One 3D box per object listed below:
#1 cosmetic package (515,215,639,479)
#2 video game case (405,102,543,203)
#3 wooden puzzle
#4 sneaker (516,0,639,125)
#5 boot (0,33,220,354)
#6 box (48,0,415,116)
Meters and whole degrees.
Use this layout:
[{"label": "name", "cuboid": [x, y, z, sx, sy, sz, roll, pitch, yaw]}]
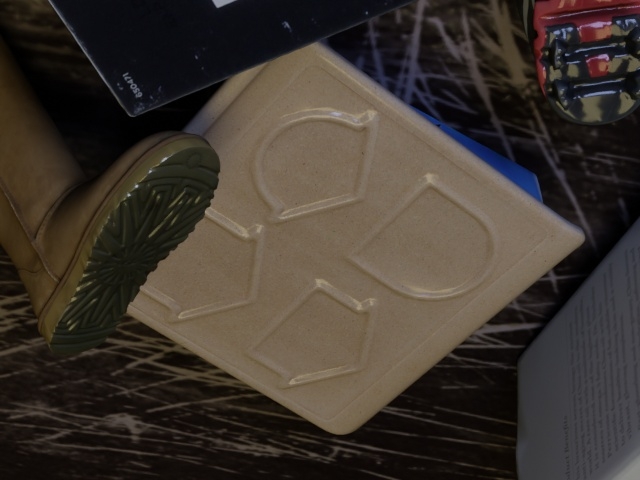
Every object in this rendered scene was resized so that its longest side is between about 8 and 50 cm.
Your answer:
[{"label": "cosmetic package", "cuboid": [0.333, 0.105, 1.086, 0.162, 0.230, 0.453, 15, 142, -11]}, {"label": "video game case", "cuboid": [0.023, -0.020, 1.166, 0.270, 0.061, 0.244, 27, 123, -18]}, {"label": "wooden puzzle", "cuboid": [0.000, 0.000, 1.101, 0.348, 0.080, 0.322, 31, 123, -25]}, {"label": "sneaker", "cuboid": [0.198, -0.233, 0.963, 0.098, 0.135, 0.276, -4, 111, 0]}, {"label": "boot", "cuboid": [-0.219, -0.077, 1.010, 0.089, 0.269, 0.236, 2, 136, -52]}, {"label": "box", "cuboid": [-0.022, -0.272, 0.822, 0.296, 0.294, 0.182, -19, 127, 16]}]
